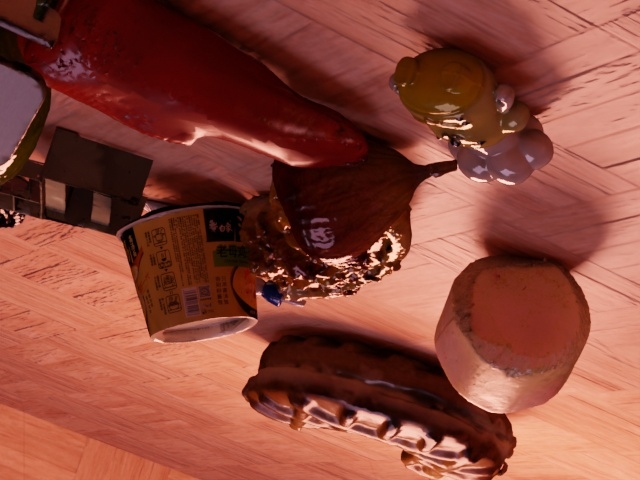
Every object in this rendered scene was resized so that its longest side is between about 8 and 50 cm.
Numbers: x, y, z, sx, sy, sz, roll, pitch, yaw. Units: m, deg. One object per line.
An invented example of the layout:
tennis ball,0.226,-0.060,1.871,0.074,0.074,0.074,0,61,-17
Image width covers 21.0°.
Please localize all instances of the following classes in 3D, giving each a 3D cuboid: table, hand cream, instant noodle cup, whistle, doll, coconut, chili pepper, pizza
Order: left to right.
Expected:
table,-0.269,-0.064,1.796,0.175,0.062,0.146,17,163,-4
chili pepper,-0.121,-0.134,1.359,0.388,0.110,0.110,24,162,-31
hand cream,-0.155,-0.030,1.880,0.093,0.019,0.030,17,167,27
instant noodle cup,-0.132,0.037,1.797,0.151,0.122,0.151,-7,166,-2
whistle,-0.056,0.060,2.046,0.083,0.029,0.033,21,-159,7
pizza,0.000,0.000,1.693,0.161,0.085,0.305,22,162,-11
doll,0.117,-0.093,1.314,0.106,0.062,0.162,11,164,35
coconut,0.186,0.093,1.701,0.147,0.147,0.152,17,154,3

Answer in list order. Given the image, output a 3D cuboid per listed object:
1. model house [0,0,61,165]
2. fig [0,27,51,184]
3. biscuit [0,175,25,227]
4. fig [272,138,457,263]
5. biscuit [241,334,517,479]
model house,-0.267,-0.171,1.154,0.169,0.244,0.326,21,128,-21
fig,-0.317,-0.153,1.456,0.203,0.235,0.203,0,122,1
biscuit,-0.418,-0.066,1.956,0.195,0.053,0.194,16,164,5
fig,0.032,-0.033,1.498,0.153,0.119,0.119,12,163,21
biscuit,0.090,0.222,2.266,0.366,0.115,0.268,19,164,-8
